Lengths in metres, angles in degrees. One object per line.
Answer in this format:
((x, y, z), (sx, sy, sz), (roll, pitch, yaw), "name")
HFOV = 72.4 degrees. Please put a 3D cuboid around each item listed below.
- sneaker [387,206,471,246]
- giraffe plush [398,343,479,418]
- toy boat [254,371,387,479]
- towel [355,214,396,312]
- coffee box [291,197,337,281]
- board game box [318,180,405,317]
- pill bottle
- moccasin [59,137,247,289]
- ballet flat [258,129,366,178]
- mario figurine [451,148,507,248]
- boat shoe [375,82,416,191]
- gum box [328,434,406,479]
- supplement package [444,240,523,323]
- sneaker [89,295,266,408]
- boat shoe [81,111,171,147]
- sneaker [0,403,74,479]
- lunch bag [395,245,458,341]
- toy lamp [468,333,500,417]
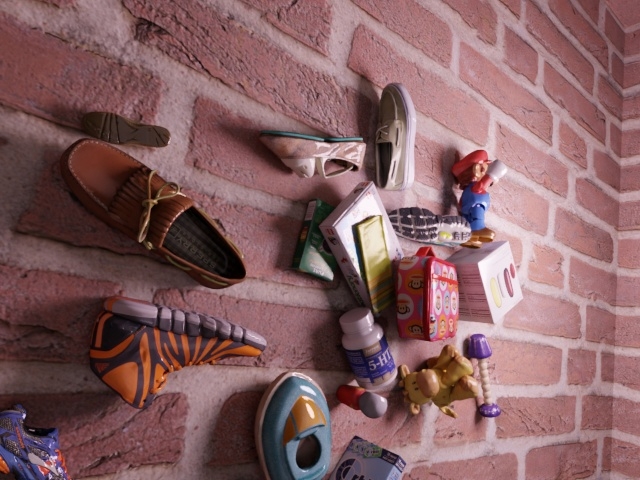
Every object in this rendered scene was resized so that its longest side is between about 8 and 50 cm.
((0.311, -0.022, 1.291), (0.275, 0.110, 0.107), (11, 63, -19), "sneaker")
((0.317, 0.411, 1.260), (0.170, 0.181, 0.210), (8, 117, -27), "giraffe plush")
((0.003, 0.413, 1.002), (0.318, 0.148, 0.267), (-13, 96, -37), "toy boat")
((0.146, 0.060, 1.111), (0.102, 0.021, 0.237), (-27, 111, -43), "towel")
((0.000, 0.000, 1.088), (0.113, 0.040, 0.184), (23, 73, -37), "coffee box")
((0.127, 0.026, 1.145), (0.193, 0.053, 0.305), (-47, 124, -33), "board game box")
((0.117, 0.273, 1.121), (0.112, 0.112, 0.187), (-30, 105, -35), "pill bottle")
((-0.289, -0.036, 0.802), (0.380, 0.147, 0.139), (50, 61, -25), "moccasin")
((-0.008, -0.204, 1.060), (0.316, 0.107, 0.106), (-5, 104, -37), "ballet flat")
((0.525, -0.140, 1.402), (0.170, 0.198, 0.321), (18, 71, -39), "mario figurine")
((0.202, -0.286, 1.221), (0.094, 0.109, 0.302), (-11, 97, -35), "boat shoe")
((0.098, 0.586, 1.061), (0.184, 0.157, 0.041), (-50, 117, -28), "gum box")
((0.520, 0.131, 1.413), (0.194, 0.149, 0.203), (-26, 102, -36), "supplement package")
((-0.270, 0.225, 0.836), (0.321, 0.124, 0.180), (18, 81, -24), "sneaker")
((-0.364, -0.206, 0.825), (0.153, 0.048, 0.056), (2, 99, -31), "boat shoe")
((-0.449, 0.352, 0.705), (0.087, 0.083, 0.221), (-51, 120, -36), "sneaker")
((0.302, 0.146, 1.224), (0.293, 0.120, 0.258), (16, 74, -58), "lunch bag")
((0.544, 0.448, 1.464), (0.080, 0.080, 0.275), (-14, 98, -37), "toy lamp")
